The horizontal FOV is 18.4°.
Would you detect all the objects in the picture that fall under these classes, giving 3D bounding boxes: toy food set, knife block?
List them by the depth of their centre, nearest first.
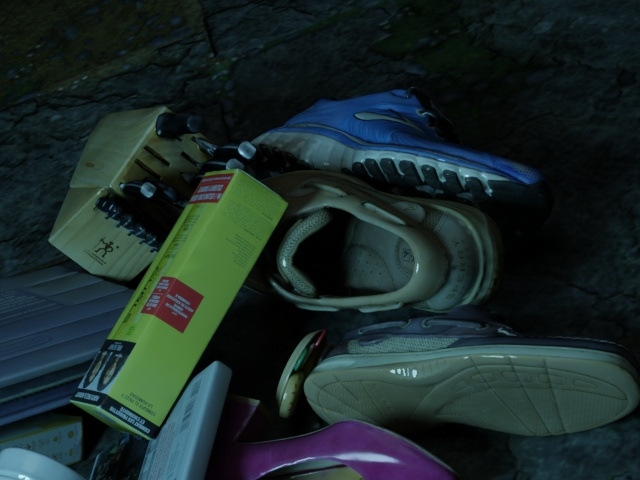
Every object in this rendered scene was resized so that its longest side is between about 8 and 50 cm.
[{"bbox_3d":[-0.012,0.112,1.656,0.020,0.083,0.082,25,87,16],"label":"toy food set"},{"bbox_3d":[-0.141,-0.077,1.859,0.242,0.088,0.275,-40,22,31],"label":"knife block"}]

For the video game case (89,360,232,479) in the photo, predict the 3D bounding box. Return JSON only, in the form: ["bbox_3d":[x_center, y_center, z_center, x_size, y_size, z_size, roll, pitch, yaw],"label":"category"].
[{"bbox_3d":[-0.145,0.206,1.585,0.173,0.022,0.190,-39,24,35],"label":"video game case"}]

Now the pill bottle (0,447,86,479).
[{"bbox_3d":[-0.255,0.271,1.515,0.117,0.117,0.215,5,58,33],"label":"pill bottle"}]

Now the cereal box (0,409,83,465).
[{"bbox_3d":[-0.345,0.178,1.675,0.173,0.047,0.240,10,14,37],"label":"cereal box"}]

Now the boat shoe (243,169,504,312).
[{"bbox_3d":[0.000,0.000,1.704,0.110,0.121,0.341,-1,3,-43],"label":"boat shoe"}]

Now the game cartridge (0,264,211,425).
[{"bbox_3d":[-0.302,0.104,1.722,0.355,0.068,0.230,-16,19,-42],"label":"game cartridge"}]

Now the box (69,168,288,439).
[{"bbox_3d":[-0.118,0.052,1.652,0.232,0.058,0.087,-59,20,-12],"label":"box"}]

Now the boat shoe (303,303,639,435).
[{"bbox_3d":[0.124,0.097,1.583,0.285,0.103,0.092,-7,43,31],"label":"boat shoe"}]

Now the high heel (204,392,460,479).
[{"bbox_3d":[-0.011,0.197,1.559,0.244,0.082,0.117,13,66,28],"label":"high heel"}]

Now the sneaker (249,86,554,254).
[{"bbox_3d":[0.084,-0.080,1.808,0.330,0.129,0.147,17,54,42],"label":"sneaker"}]
